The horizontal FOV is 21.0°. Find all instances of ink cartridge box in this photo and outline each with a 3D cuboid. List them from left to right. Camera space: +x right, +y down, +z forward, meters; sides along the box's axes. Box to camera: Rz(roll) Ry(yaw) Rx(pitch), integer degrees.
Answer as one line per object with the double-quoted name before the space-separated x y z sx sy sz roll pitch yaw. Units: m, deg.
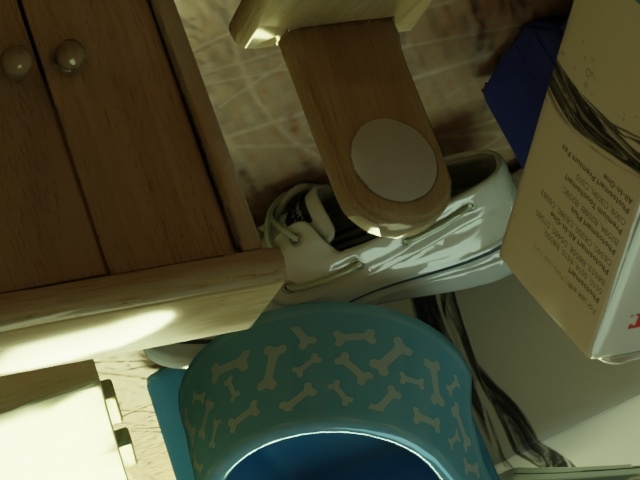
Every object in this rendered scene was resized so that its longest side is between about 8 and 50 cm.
"ink cartridge box" 0.134 0.090 1.143 0.395 0.166 0.285 -30 157 26
"ink cartridge box" 0.178 -0.059 0.749 0.148 0.086 0.203 -8 130 -29

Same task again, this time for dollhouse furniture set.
"dollhouse furniture set" -0.027 -0.116 0.450 0.303 0.174 0.355 -10 158 -27

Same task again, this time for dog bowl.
"dog bowl" 0.036 0.158 0.970 0.166 0.074 0.297 -21 129 19

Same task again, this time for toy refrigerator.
"toy refrigerator" -0.159 0.084 0.944 0.094 0.102 0.269 -17 159 -9

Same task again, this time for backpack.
"backpack" 0.164 -0.069 0.864 0.120 0.098 0.101 -6 152 -33

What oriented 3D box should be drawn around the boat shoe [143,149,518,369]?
"boat shoe" 0.000 0.000 0.944 0.226 0.083 0.076 -19 132 -1
